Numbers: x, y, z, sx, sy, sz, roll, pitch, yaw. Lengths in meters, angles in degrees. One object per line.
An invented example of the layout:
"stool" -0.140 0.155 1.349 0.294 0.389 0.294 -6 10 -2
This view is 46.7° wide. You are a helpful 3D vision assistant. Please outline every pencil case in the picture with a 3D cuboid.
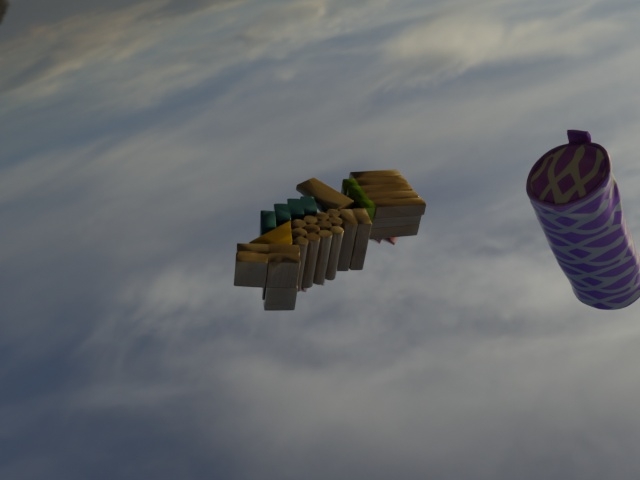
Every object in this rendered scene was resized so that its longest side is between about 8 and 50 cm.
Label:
"pencil case" 0.276 -0.011 0.751 0.086 0.206 0.088 18 -112 42

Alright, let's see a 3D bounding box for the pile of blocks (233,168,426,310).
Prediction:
"pile of blocks" 0.000 0.000 1.087 0.362 0.113 0.149 -24 -133 -39
